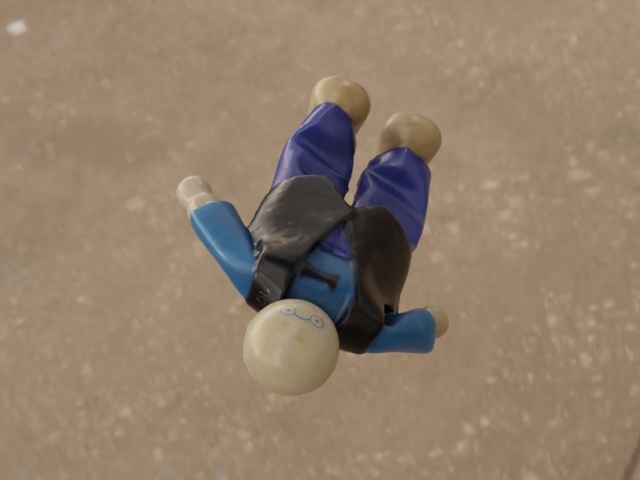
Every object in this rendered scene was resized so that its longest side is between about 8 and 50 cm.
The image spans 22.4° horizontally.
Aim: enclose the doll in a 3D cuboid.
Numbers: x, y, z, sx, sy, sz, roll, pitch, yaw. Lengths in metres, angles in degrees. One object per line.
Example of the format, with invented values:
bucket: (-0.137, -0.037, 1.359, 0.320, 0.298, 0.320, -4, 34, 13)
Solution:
doll: (0.000, 0.000, 0.685, 0.129, 0.046, 0.189, 26, 37, -6)
